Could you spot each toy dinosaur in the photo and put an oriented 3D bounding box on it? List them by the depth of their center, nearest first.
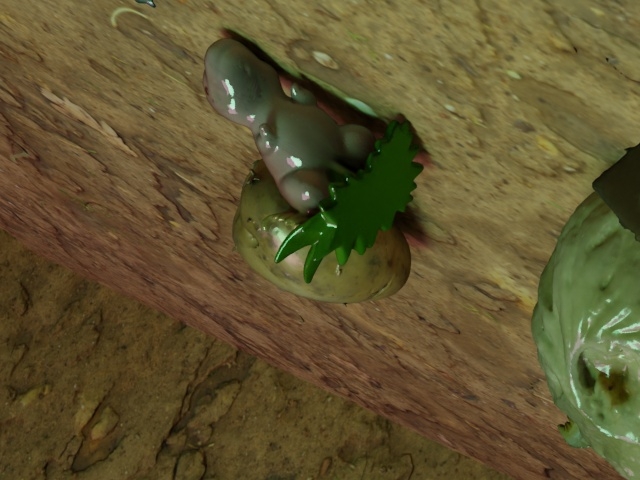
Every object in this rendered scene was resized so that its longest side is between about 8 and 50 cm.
[{"bbox_3d":[-0.027,-0.064,1.229,0.177,0.152,0.194,31,165,35],"label":"toy dinosaur"}]

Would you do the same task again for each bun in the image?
[{"bbox_3d":[0.241,0.083,1.039,0.244,0.153,0.244,38,146,31],"label":"bun"}]

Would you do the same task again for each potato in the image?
[{"bbox_3d":[-0.003,-0.003,1.418,0.161,0.128,0.235,46,-167,18],"label":"potato"}]

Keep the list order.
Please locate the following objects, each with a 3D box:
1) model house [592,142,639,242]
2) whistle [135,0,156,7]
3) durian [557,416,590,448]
[{"bbox_3d":[0.184,-0.081,0.629,0.248,0.176,0.181,52,-169,13],"label":"model house"},{"bbox_3d":[-0.123,-0.238,0.864,0.180,0.093,0.269,14,157,25],"label":"whistle"},{"bbox_3d":[0.309,0.123,1.205,0.144,0.139,0.252,33,161,-38],"label":"durian"}]
